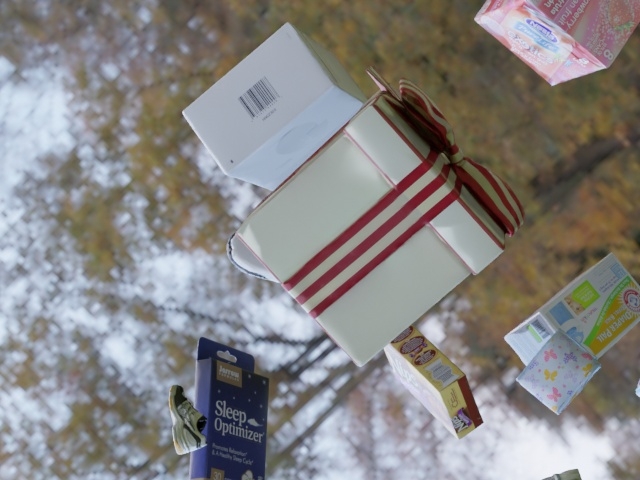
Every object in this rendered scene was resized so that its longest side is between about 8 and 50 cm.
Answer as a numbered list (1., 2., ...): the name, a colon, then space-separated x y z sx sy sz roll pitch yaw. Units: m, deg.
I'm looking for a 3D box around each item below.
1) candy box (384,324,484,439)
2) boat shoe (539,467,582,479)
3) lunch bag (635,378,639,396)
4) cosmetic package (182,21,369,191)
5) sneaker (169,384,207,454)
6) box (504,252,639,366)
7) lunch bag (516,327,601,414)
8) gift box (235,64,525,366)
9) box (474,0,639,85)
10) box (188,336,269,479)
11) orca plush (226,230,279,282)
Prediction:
1. candy box: 0.162 0.201 2.155 0.187 0.053 0.109 41 160 50
2. boat shoe: 0.198 0.261 1.326 0.227 0.081 0.079 79 -179 -67
3. lunch bag: 0.535 0.112 1.876 0.108 0.279 0.224 39 166 11
4. cosmetic package: -0.063 -0.208 2.320 0.138 0.224 0.225 55 -169 17
5. sneaker: -0.135 0.182 1.483 0.032 0.037 0.083 83 175 -49
6. box: 0.402 0.125 2.228 0.203 0.103 0.114 -35 -97 -37
7. lunch bag: 0.293 0.160 1.766 0.071 0.083 0.053 39 -170 13
8. gift box: 0.074 -0.046 1.741 0.255 0.258 0.276 47 -165 -9
9. box: 0.351 -0.360 1.811 0.142 0.300 0.154 38 166 -13
10. box: -0.131 0.259 2.102 0.136 0.036 0.225 26 -122 -49
11. orca plush: 0.000 0.000 2.109 0.151 0.287 0.102 67 165 2
